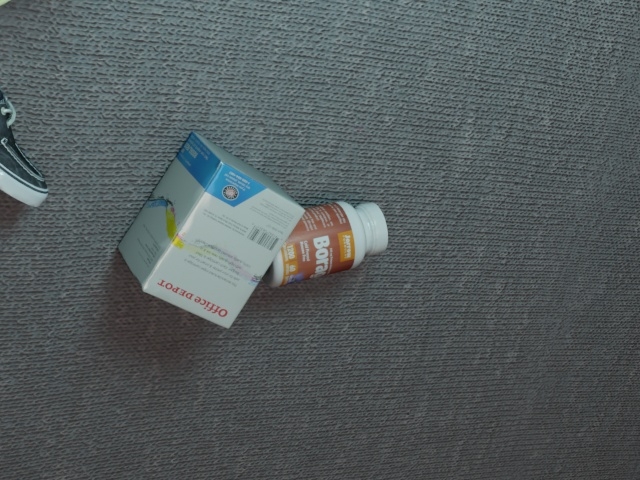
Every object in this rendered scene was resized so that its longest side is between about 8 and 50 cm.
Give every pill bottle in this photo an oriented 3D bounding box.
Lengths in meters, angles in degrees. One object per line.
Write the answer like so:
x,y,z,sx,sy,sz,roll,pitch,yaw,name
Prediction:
0.000,0.000,1.700,0.216,0.121,0.121,-13,118,-20,pill bottle

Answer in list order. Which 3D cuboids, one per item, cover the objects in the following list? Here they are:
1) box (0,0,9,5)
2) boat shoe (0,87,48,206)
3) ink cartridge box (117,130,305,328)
-0.369,-0.410,1.273,0.243,0.213,0.117,-29,122,-12,box
-0.480,-0.173,1.402,0.102,0.108,0.301,-43,117,-1,boat shoe
-0.178,-0.016,1.577,0.171,0.168,0.233,30,98,-33,ink cartridge box
